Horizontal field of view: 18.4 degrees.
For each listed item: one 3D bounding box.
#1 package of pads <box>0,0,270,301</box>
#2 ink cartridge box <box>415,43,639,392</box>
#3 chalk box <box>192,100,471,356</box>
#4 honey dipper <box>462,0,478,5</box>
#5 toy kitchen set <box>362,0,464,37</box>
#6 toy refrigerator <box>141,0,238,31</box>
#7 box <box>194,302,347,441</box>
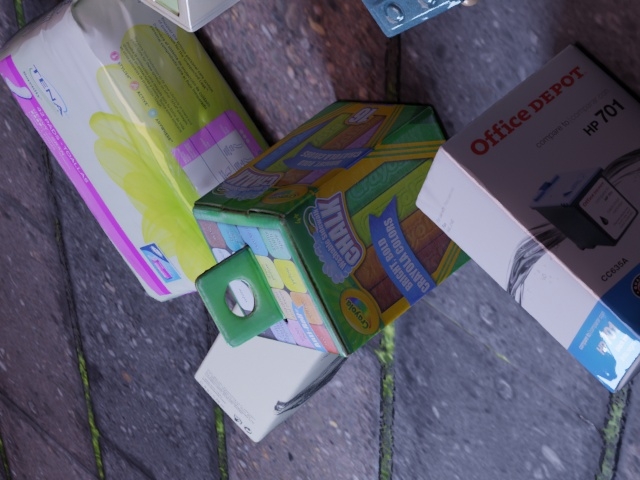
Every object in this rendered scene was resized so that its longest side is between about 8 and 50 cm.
[{"bbox_3d":[-0.155,-0.092,1.790,0.296,0.101,0.229,56,153,-10],"label":"package of pads"},{"bbox_3d":[0.182,-0.017,1.317,0.191,0.140,0.082,45,153,13],"label":"ink cartridge box"},{"bbox_3d":[0.000,0.000,1.538,0.132,0.213,0.132,8,131,54],"label":"chalk box"},{"bbox_3d":[0.071,-0.231,1.355,0.030,0.030,0.160,7,133,54],"label":"honey dipper"},{"bbox_3d":[0.041,-0.239,1.253,0.166,0.122,0.207,-20,107,51],"label":"toy kitchen set"},{"bbox_3d":[-0.173,-0.282,1.594,0.269,0.094,0.102,35,148,29],"label":"toy refrigerator"},{"bbox_3d":[-0.021,0.079,1.785,0.094,0.113,0.275,47,154,7],"label":"box"}]
